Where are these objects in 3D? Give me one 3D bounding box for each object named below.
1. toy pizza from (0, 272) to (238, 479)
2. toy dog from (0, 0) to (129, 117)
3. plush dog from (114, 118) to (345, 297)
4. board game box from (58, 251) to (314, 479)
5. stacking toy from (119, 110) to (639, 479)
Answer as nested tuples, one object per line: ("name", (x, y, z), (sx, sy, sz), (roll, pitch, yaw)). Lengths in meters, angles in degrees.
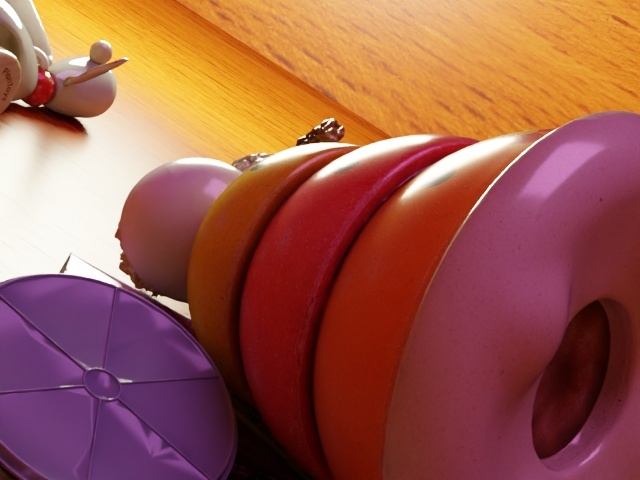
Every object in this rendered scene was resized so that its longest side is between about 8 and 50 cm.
("toy pizza", (-0.147, 0.102, 1.019), (0.201, 0.032, 0.201), (23, 36, -18))
("toy dog", (-0.317, -0.222, 1.672), (0.220, 0.161, 0.333), (32, 13, 1))
("plush dog", (-0.019, 0.036, 1.409), (0.262, 0.210, 0.225), (10, 51, -55))
("board game box", (-0.058, 0.138, 1.185), (0.347, 0.056, 0.208), (30, 17, -9))
("stacking toy", (0.016, 0.040, 1.133), (0.480, 0.350, 0.350), (19, 2, 39))
